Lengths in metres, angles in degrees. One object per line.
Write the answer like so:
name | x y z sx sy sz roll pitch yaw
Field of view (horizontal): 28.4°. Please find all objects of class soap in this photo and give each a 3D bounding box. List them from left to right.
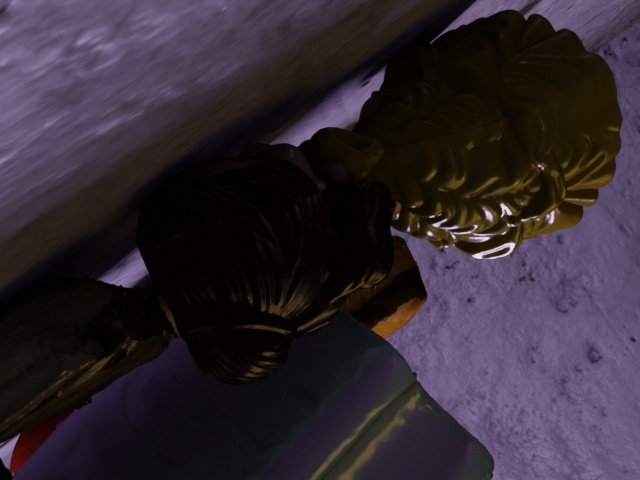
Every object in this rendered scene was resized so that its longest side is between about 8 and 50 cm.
soap | -0.122 0.234 0.874 0.446 0.156 0.261 -47 -149 -7

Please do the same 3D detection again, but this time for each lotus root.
lotus root | -0.158 0.061 0.743 0.144 0.070 0.143 -33 173 27

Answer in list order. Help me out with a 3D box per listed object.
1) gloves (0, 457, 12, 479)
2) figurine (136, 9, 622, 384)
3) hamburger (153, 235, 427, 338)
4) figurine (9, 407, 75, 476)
gloves | -0.298 0.197 0.823 0.106 0.129 0.181 -51 180 33
figurine | 0.023 -0.038 0.789 0.187 0.168 0.315 17 -153 42
hamburger | -0.051 0.076 1.220 0.304 0.174 0.284 -36 180 -18
figurine | -0.322 0.306 1.715 0.320 0.196 0.323 -46 -172 -24
